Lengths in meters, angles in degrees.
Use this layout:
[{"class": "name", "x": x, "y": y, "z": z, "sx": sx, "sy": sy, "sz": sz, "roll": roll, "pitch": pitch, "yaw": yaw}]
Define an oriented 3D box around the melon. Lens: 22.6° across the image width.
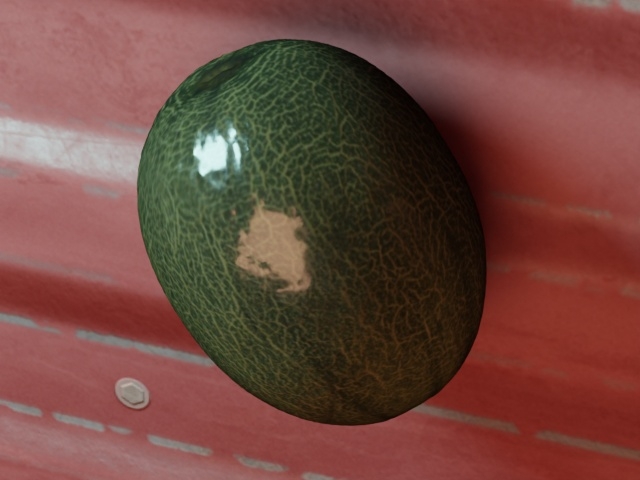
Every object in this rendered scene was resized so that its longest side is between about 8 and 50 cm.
[{"class": "melon", "x": 0.000, "y": 0.000, "z": 1.181, "sx": 0.238, "sy": 0.237, "sz": 0.301, "roll": -16, "pitch": 118, "yaw": 29}]
